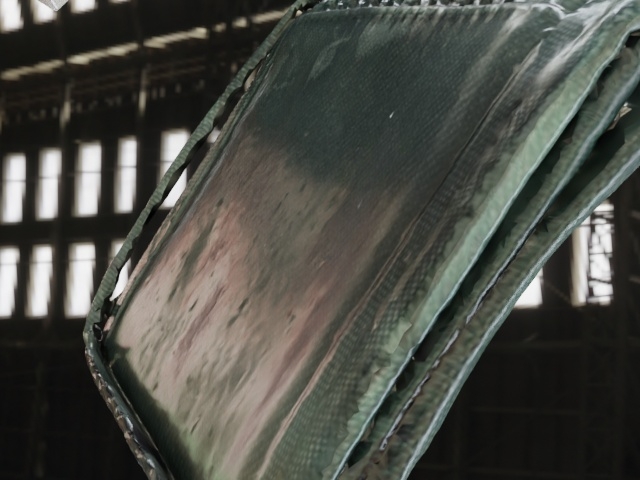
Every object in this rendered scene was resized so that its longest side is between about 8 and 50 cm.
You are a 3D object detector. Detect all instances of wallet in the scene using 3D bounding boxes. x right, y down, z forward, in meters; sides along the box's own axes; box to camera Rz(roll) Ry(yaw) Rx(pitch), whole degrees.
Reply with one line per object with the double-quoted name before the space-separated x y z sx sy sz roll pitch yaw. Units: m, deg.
"wallet" 0.000 0.000 0.526 0.237 0.075 0.342 -55 -159 -4

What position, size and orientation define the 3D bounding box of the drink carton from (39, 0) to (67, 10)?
"drink carton" -0.155 -0.283 0.827 0.102 0.134 0.222 35 -109 22
